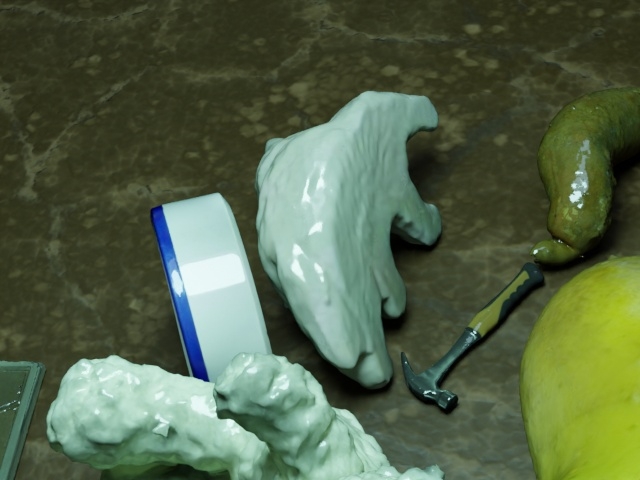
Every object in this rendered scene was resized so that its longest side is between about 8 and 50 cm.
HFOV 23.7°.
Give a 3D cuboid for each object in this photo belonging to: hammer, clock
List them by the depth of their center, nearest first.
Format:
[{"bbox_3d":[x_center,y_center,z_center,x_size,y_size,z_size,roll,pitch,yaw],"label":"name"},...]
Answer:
[{"bbox_3d":[-0.100,0.072,1.462,0.083,0.230,0.230,-12,45,-7],"label":"clock"},{"bbox_3d":[0.156,0.089,1.542,0.078,0.021,0.201,27,56,31],"label":"hammer"}]

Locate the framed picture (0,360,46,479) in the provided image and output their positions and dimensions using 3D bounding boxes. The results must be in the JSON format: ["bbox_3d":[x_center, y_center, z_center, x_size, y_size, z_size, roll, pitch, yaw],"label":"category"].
[{"bbox_3d":[-0.452,0.212,1.538,0.315,0.024,0.232,-1,46,11],"label":"framed picture"}]

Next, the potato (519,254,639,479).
[{"bbox_3d":[0.244,0.168,1.245,0.397,0.290,0.296,-21,52,-29],"label":"potato"}]

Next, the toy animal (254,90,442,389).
[{"bbox_3d":[0.000,0.000,1.578,0.188,0.266,0.308,-5,87,25],"label":"toy animal"}]

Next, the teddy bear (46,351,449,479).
[{"bbox_3d":[-0.045,0.256,1.211,0.375,0.327,0.362,2,18,-4],"label":"teddy bear"}]

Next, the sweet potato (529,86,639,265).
[{"bbox_3d":[0.301,-0.095,1.641,0.124,0.098,0.310,42,57,4],"label":"sweet potato"}]
